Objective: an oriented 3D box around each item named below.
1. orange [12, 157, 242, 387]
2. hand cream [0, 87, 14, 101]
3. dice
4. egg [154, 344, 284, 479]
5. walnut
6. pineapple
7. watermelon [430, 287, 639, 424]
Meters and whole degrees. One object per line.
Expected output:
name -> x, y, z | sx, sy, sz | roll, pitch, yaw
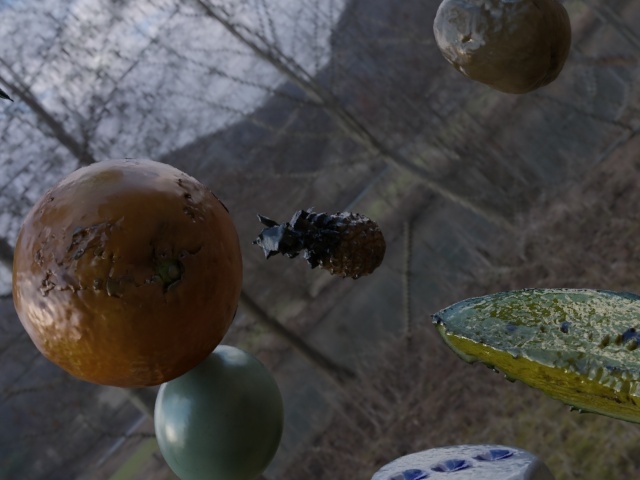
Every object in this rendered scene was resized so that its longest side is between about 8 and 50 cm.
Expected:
orange -> -0.204, 0.034, 1.109 | 0.246, 0.246, 0.246 | -46, -1, -1
hand cream -> -0.587, -0.283, 1.566 | 0.061, 0.120, 0.270 | -61, -32, -8
dice -> 0.230, 0.458, 1.599 | 0.259, 0.243, 0.251 | -10, 2, 26
egg -> -0.116, 0.208, 1.200 | 0.149, 0.149, 0.192 | -44, -35, -42
walnut -> 0.219, -0.249, 1.236 | 0.166, 0.166, 0.149 | -44, -27, -46
pineapple -> 0.000, 0.001, 1.857 | 0.248, 0.128, 0.128 | 9, -45, -42
watermelon -> 0.246, 0.104, 0.934 | 0.129, 0.301, 0.123 | 9, -87, -51
